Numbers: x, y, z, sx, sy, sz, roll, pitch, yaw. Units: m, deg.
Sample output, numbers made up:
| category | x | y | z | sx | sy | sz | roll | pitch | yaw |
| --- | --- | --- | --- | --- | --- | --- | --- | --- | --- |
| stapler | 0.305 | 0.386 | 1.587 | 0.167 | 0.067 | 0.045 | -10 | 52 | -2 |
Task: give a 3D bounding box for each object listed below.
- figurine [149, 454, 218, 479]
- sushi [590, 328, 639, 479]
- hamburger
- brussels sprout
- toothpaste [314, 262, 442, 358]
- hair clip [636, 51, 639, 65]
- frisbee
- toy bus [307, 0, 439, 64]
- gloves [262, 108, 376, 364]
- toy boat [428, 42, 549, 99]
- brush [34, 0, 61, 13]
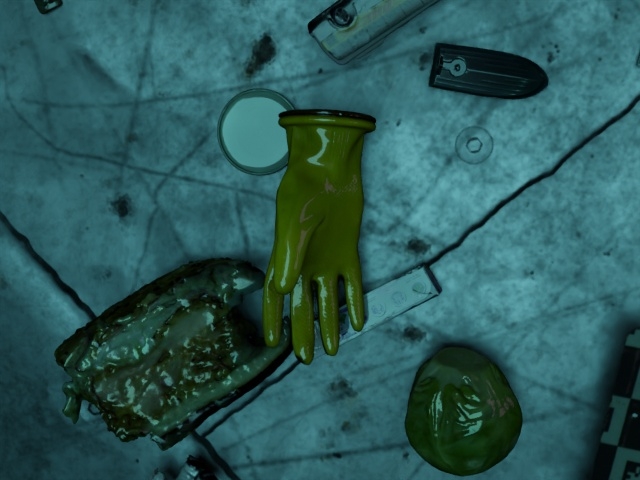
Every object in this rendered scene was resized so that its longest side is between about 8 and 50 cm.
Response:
| category | x | y | z | sx | sy | sz | roll | pitch | yaw |
| --- | --- | --- | --- | --- | --- | --- | --- | --- | --- |
| figurine | -0.209 | 0.398 | 1.129 | 0.137 | 0.112 | 0.229 | 33 | 97 | 30 |
| sushi | 0.507 | 0.288 | 1.022 | 0.359 | 0.064 | 0.343 | 11 | 104 | 6 |
| hamburger | -0.189 | 0.138 | 1.049 | 0.288 | 0.192 | 0.168 | -33 | 101 | -20 |
| brussels sprout | 0.175 | 0.213 | 1.033 | 0.155 | 0.117 | 0.155 | 4 | 109 | 11 |
| toothpaste | 0.057 | 0.092 | 1.071 | 0.196 | 0.040 | 0.047 | -29 | 89 | 12 |
| hair clip | 0.387 | -0.256 | 0.966 | 0.030 | 0.039 | 0.115 | 7 | 102 | 13 |
| frisbee | -0.077 | -0.137 | 1.067 | 0.110 | 0.014 | 0.110 | 1 | 98 | 9 |
| toy bus | 0.071 | -0.277 | 1.002 | 0.172 | 0.057 | 0.072 | -33 | 102 | 12 |
| gloves | 0.001 | 0.000 | 1.001 | 0.133 | 0.116 | 0.295 | 3 | 90 | -16 |
| toy boat | 0.201 | -0.197 | 0.995 | 0.141 | 0.060 | 0.055 | 9 | 100 | 0 |
| brush | -0.386 | -0.382 | 1.068 | 0.034 | 0.027 | 0.190 | -23 | 94 | 10 |
